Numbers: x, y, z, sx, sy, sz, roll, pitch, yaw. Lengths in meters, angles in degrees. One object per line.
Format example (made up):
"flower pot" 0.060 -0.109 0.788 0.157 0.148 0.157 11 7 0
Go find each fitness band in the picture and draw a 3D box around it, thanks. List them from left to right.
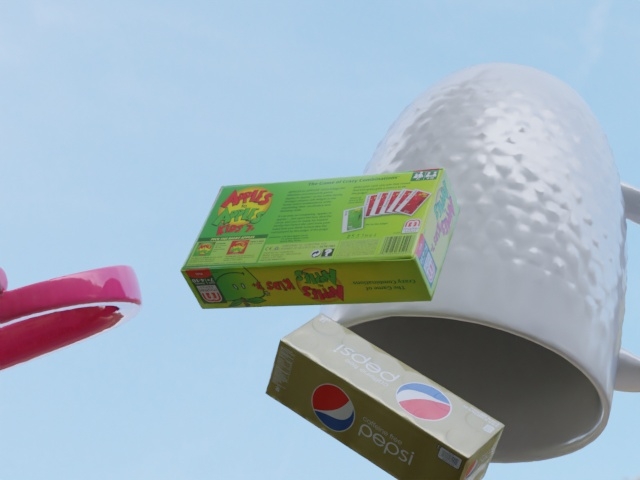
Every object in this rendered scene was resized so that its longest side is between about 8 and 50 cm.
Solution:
"fitness band" -0.308 0.083 1.307 0.291 0.054 0.209 -20 -15 19

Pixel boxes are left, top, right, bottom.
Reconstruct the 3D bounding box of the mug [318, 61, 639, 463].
"mug" 0.203 0.019 1.324 0.374 0.328 0.276 17 -32 -3

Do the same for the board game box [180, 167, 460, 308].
"board game box" 0.000 0.000 0.986 0.181 0.092 0.043 -3 -48 26

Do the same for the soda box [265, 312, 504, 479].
"soda box" 0.048 0.132 1.086 0.061 0.181 0.058 -30 -36 -49
